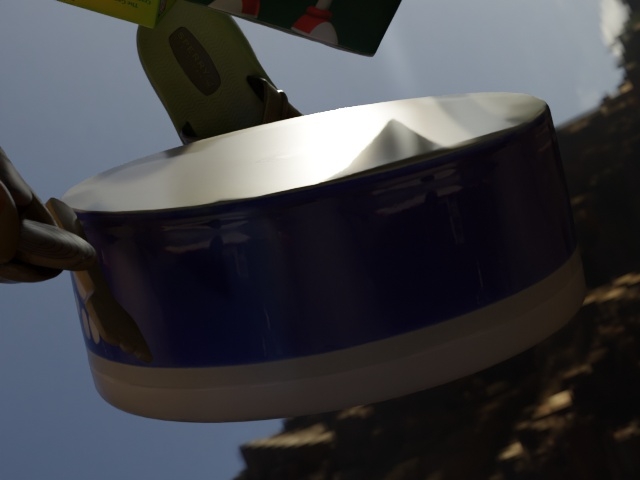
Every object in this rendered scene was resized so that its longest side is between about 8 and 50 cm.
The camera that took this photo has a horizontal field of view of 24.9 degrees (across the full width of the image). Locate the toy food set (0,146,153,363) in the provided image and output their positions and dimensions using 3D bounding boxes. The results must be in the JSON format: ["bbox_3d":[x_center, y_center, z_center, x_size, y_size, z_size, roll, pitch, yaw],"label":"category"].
[{"bbox_3d":[-0.144,-0.030,0.578,0.192,0.038,0.132,31,-164,-42],"label":"toy food set"}]

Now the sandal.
[{"bbox_3d":[-0.069,-0.095,1.236,0.303,0.120,0.086,50,-175,16],"label":"sandal"}]

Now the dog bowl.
[{"bbox_3d":[0.000,0.000,0.764,0.265,0.265,0.104,-36,-63,-64],"label":"dog bowl"}]

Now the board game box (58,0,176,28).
[{"bbox_3d":[-0.198,-0.224,1.123,0.181,0.043,0.092,17,-148,4],"label":"board game box"}]

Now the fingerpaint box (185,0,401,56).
[{"bbox_3d":[0.002,-0.403,0.999,0.163,0.371,0.445,14,-150,-24],"label":"fingerpaint box"}]
